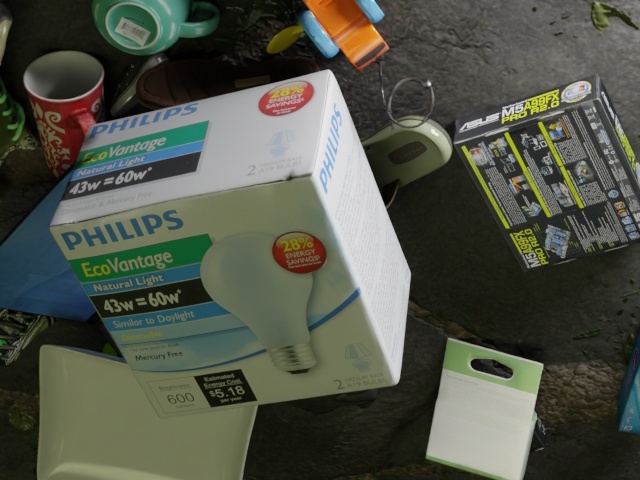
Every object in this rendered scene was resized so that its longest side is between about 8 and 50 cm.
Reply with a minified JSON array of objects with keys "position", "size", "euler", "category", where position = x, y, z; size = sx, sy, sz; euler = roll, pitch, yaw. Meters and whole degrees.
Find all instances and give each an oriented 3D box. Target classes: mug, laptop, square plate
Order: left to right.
[{"position":[-0.363,-0.162,1.858],"size":[0.113,0.150,0.169],"euler":[0,137,-2],"category":"mug"},{"position":[-0.271,0.110,1.955],"size":[0.382,0.236,0.408],"euler":[-40,86,34],"category":"laptop"},{"position":[-0.283,0.306,2.081],"size":[0.344,0.049,0.347],"euler":[12,131,-1],"category":"square plate"},{"position":[-0.227,-0.314,1.718],"size":[0.158,0.097,0.129],"euler":[-8,130,18],"category":"mug"}]

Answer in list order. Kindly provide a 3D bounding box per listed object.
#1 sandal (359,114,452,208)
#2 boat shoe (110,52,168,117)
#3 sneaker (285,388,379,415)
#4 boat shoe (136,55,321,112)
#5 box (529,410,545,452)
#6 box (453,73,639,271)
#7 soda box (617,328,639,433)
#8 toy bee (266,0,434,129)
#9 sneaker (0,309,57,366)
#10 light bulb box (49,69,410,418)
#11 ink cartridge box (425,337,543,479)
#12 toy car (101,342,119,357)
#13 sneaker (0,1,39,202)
[{"position":[0.065,-0.086,1.866],"size":[0.120,0.086,0.303],"euler":[34,142,-20],"category":"sandal"},{"position":[-0.266,-0.231,1.844],"size":[0.040,0.049,0.142],"euler":[52,129,6],"category":"boat shoe"},{"position":[-0.035,0.246,2.200],"size":[0.286,0.109,0.130],"euler":[5,139,9],"category":"sneaker"},{"position":[-0.126,-0.194,1.802],"size":[0.257,0.095,0.095],"euler":[-1,148,0],"category":"boat shoe"},{"position":[0.342,0.335,2.240],"size":[0.083,0.052,0.062],"euler":[-19,125,25],"category":"box"},{"position":[0.342,-0.089,1.842],"size":[0.216,0.060,0.270],"euler":[-16,127,25],"category":"box"},{"position":[0.534,0.223,2.084],"size":[0.067,0.071,0.210],"euler":[7,133,5],"category":"soda box"},{"position":[0.023,-0.279,1.680],"size":[0.195,0.162,0.298],"euler":[-16,97,5],"category":"toy bee"},{"position":[-0.514,0.141,2.164],"size":[0.134,0.146,0.343],"euler":[36,128,-21],"category":"sneaker"},{"position":[-0.103,0.015,1.692],"size":[0.358,0.225,0.361],"euler":[-11,128,17],"category":"light bulb box"},{"position":[0.280,0.283,2.177],"size":[0.171,0.056,0.235],"euler":[15,110,17],"category":"ink cartridge box"},{"position":[-0.300,0.269,2.211],"size":[0.155,0.188,0.149],"euler":[-7,131,17],"category":"toy car"},{"position":[-0.498,-0.189,1.897],"size":[0.182,0.158,0.410],"euler":[1,140,-34],"category":"sneaker"}]
